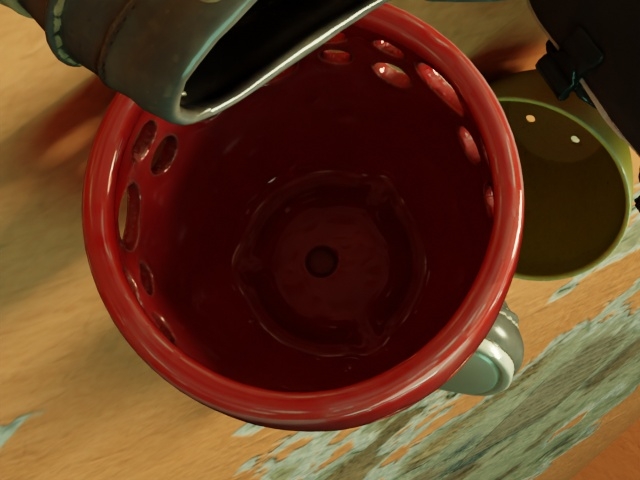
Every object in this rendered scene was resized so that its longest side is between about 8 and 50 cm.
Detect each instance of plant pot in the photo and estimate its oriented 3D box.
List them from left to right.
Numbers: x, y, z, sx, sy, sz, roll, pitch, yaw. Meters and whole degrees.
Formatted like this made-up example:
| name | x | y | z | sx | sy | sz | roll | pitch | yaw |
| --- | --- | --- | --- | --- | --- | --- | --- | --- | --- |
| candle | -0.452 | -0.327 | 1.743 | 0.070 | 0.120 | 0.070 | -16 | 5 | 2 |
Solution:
| name | x | y | z | sx | sy | sz | roll | pitch | yaw |
| --- | --- | --- | --- | --- | --- | --- | --- | --- | --- |
| plant pot | 0.000 | 0.000 | 0.767 | 0.191 | 0.191 | 0.174 | -36 | 165 | -2 |
| plant pot | 0.140 | -0.055 | 1.034 | 0.134 | 0.134 | 0.095 | -53 | -178 | 41 |

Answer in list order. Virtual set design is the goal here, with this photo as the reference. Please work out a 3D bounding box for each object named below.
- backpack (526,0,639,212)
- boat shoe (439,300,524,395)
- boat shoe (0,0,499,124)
| name | x | y | z | sx | sy | sz | roll | pitch | yaw |
| --- | --- | --- | --- | --- | --- | --- | --- | --- | --- |
| backpack | 0.268 | -0.131 | 0.902 | 0.253 | 0.225 | 0.191 | -24 | 164 | -47 |
| boat shoe | 0.061 | 0.047 | 1.081 | 0.335 | 0.112 | 0.095 | 139 | -27 | -76 |
| boat shoe | 0.051 | -0.145 | 0.587 | 0.355 | 0.130 | 0.132 | -32 | 162 | -17 |
